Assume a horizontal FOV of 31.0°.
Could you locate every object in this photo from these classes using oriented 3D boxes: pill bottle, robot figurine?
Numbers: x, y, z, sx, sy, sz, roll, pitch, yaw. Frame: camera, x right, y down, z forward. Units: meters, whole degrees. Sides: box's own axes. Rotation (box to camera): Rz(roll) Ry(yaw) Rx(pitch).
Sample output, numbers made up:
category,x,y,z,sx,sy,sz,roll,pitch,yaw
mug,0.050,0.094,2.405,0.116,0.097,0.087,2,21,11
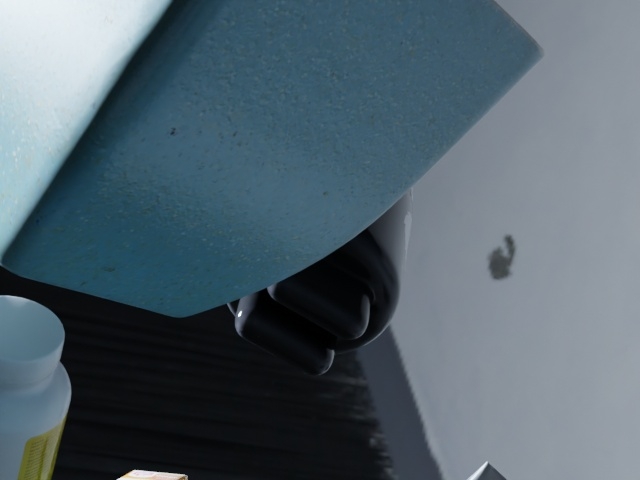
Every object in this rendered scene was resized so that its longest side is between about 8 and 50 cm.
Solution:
category,x,y,z,sx,sy,sz,roll,pitch,yaw
pill bottle,-0.243,0.135,0.857,0.103,0.103,0.184,-119,41,-49
robot figurine,0.003,0.000,1.114,0.209,0.173,0.278,-11,34,17

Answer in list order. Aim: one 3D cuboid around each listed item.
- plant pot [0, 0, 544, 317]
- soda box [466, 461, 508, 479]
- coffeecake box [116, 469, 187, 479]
category,x,y,z,sx,sy,sz,roll,pitch,yaw
plant pot,-0.085,-0.105,0.624,0.252,0.248,0.247,-51,57,10
soda box,0.162,0.304,1.244,0.074,0.069,0.216,-44,-13,-17
coffeecake box,-0.196,0.316,1.097,0.068,0.185,0.142,1,98,24
